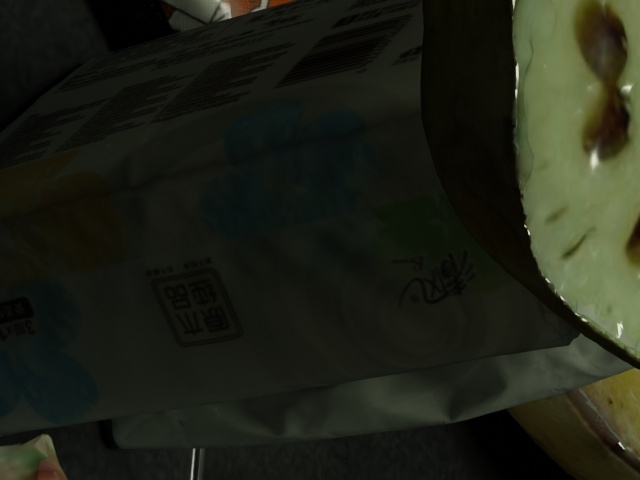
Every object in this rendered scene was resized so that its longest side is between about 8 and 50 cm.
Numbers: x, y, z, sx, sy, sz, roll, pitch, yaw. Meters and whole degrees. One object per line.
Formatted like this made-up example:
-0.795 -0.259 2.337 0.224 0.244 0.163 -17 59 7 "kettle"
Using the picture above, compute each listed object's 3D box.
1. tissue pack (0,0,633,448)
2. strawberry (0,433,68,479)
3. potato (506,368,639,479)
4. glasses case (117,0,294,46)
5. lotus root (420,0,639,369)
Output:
0.000 0.000 0.660 0.145 0.229 0.159 67 31 -20 "tissue pack"
-0.144 0.195 0.366 0.343 0.292 0.292 -13 92 -37 "strawberry"
0.172 0.054 1.058 0.299 0.116 0.239 13 62 -46 "potato"
-0.016 -0.057 0.815 0.266 0.067 0.103 64 31 -24 "glasses case"
0.087 -0.050 0.525 0.203 0.078 0.183 32 68 -39 "lotus root"
